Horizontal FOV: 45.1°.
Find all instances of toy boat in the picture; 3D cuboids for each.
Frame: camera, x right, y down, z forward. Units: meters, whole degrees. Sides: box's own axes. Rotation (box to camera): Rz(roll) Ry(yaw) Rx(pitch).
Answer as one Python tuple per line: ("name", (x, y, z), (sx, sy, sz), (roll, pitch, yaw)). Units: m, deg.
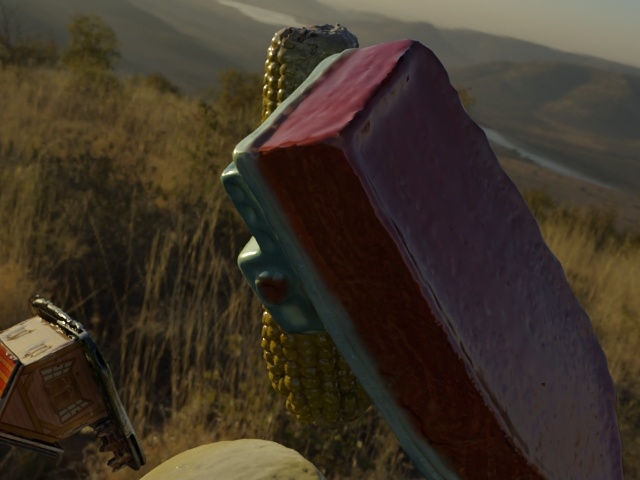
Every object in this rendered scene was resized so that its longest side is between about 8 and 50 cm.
("toy boat", (0.063, 0.057, 0.454), (0.133, 0.332, 0.145), (-14, 29, 42))

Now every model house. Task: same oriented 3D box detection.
("model house", (-0.363, 0.208, 0.988), (0.154, 0.207, 0.294), (-26, 21, -29))

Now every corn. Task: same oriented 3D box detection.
("corn", (0.000, 0.000, 0.589), (0.097, 0.320, 0.097), (-1, 15, 0))

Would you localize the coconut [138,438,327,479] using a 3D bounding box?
("coconut", (-0.087, 0.306, 0.580), (0.329, 0.328, 0.329), (13, 18, -4))
